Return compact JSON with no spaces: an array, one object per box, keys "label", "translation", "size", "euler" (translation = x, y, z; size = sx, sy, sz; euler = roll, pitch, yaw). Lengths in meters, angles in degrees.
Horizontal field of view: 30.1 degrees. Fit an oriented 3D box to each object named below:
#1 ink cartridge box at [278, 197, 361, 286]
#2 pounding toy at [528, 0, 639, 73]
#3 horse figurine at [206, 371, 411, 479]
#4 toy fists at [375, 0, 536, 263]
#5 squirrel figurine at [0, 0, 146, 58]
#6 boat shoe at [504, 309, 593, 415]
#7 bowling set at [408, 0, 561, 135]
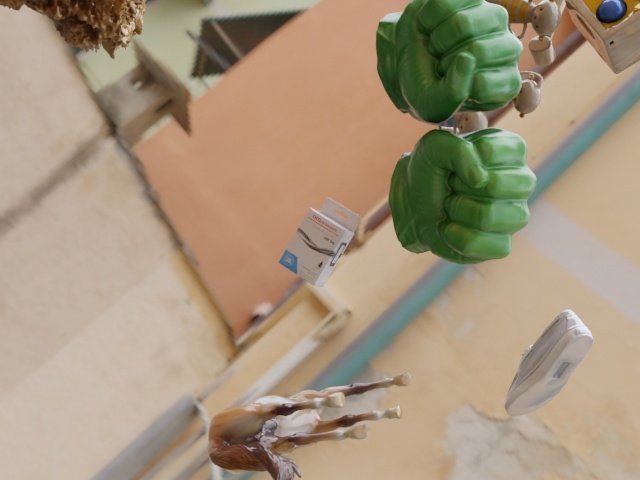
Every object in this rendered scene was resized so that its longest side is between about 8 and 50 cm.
[{"label":"ink cartridge box","translation":[0.000,0.000,1.222],"size":[0.048,0.083,0.028],"euler":[32,6,20]},{"label":"pounding toy","translation":[0.379,-0.326,1.664],"size":[0.094,0.206,0.181],"euler":[50,11,-52]},{"label":"horse figurine","translation":[-0.026,0.165,1.046],"size":[0.263,0.174,0.066],"euler":[-5,79,-68]},{"label":"toy fists","translation":[0.133,-0.115,1.178],"size":[0.142,0.096,0.279],"euler":[-6,-91,42]},{"label":"squirrel figurine","translation":[-0.286,-0.457,1.621],"size":[0.281,0.370,0.397],"euler":[57,-47,31]},{"label":"boat shoe","translation":[0.309,0.171,1.664],"size":[0.063,0.066,0.184],"euler":[-111,-145,-42]},{"label":"bowling set","translation":[0.200,-0.204,1.627],"size":[0.154,0.200,0.287],"euler":[26,-57,34]}]
